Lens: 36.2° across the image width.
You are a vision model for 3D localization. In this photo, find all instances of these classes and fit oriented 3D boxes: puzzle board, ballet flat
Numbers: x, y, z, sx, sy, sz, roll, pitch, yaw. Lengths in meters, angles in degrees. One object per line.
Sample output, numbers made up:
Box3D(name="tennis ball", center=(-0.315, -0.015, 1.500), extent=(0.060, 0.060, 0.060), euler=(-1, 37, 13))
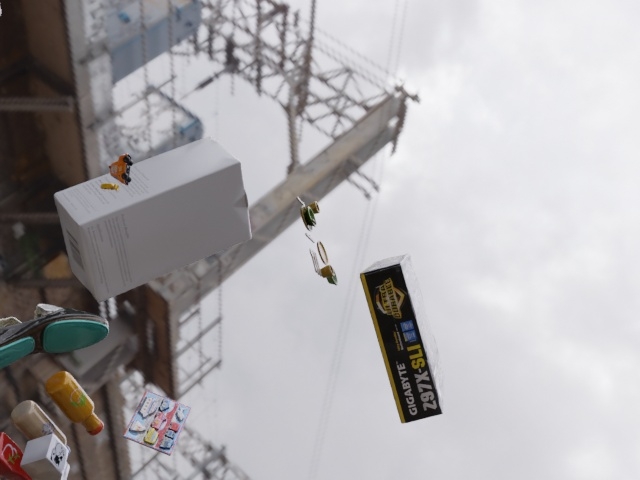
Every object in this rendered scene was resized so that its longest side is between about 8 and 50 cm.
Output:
Box3D(name="puzzle board", center=(-0.309, 0.344, 1.866), extent=(0.096, 0.128, 0.011), euler=(22, -55, -2))
Box3D(name="ballet flat", center=(-0.541, 0.169, 1.845), extent=(0.096, 0.280, 0.095), euler=(49, -45, 32))

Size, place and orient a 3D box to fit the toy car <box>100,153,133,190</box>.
Box3D(name="toy car", center=(-0.369, -0.124, 1.757), extent=(0.040, 0.122, 0.060), euler=(4, -80, 3))

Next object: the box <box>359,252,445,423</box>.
Box3D(name="box", center=(0.151, 0.159, 1.730), extent=(0.322, 0.079, 0.257), euler=(-21, 96, -82))

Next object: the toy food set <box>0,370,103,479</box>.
Box3D(name="toy food set", center=(-0.360, 0.292, 1.262), extent=(0.111, 0.232, 0.104), euler=(-20, -56, 14))

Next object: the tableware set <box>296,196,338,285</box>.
Box3D(name="tableware set", center=(0.000, 0.000, 1.696), extent=(0.104, 0.024, 0.154), euler=(45, 27, -64))

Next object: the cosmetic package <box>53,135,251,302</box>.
Box3D(name="cosmetic package", center=(-0.355, -0.052, 2.130), extent=(0.156, 0.385, 0.217), euler=(39, -37, 43))
